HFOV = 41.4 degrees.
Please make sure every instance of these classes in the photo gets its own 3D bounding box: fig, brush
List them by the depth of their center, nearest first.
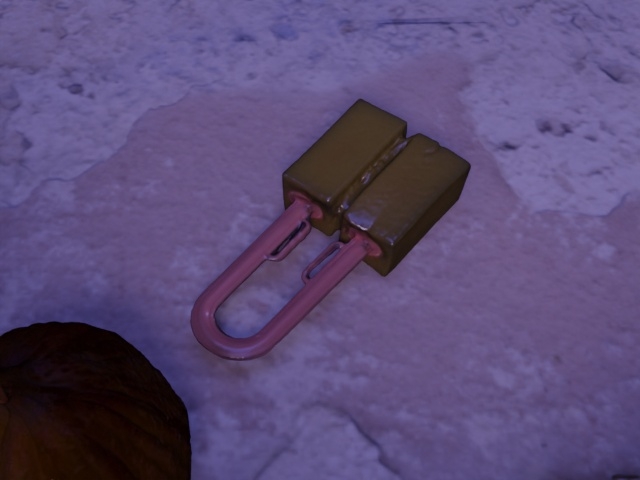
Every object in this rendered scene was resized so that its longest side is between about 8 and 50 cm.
[{"bbox_3d":[-0.145,0.087,0.422,0.146,0.201,0.134,24,63,21],"label":"fig"},{"bbox_3d":[0.000,0.000,0.593,0.103,0.047,0.233,33,58,19],"label":"brush"}]
